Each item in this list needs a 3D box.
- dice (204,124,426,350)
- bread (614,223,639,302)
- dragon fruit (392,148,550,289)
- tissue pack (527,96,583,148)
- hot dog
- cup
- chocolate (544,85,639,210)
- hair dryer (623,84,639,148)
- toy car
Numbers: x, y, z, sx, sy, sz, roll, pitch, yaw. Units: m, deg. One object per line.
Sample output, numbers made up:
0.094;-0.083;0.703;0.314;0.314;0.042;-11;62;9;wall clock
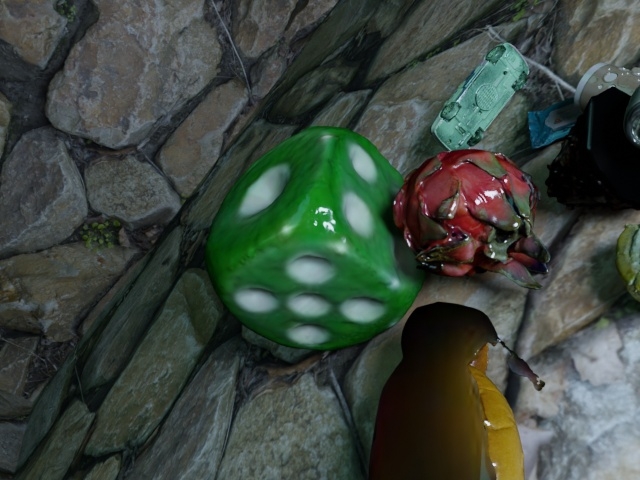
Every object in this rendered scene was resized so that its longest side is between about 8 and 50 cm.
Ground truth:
0.000;0.000;0.860;0.287;0.300;0.297;-28;35;33;dice
0.394;0.010;0.500;0.156;0.064;0.117;-33;35;35;bread
0.215;-0.036;0.692;0.274;0.192;0.193;29;104;63;dragon fruit
0.403;-0.197;0.766;0.138;0.028;0.085;-18;48;38;tissue pack
0.166;0.230;0.558;0.194;0.107;0.326;-8;41;41;hot dog
0.433;-0.199;0.679;0.099;0.102;0.074;51;140;46;cup
0.351;-0.095;0.631;0.156;0.156;0.133;-65;15;-21;chocolate
0.490;-0.147;0.529;0.267;0.092;0.229;17;43;25;hair dryer
0.302;-0.273;0.935;0.224;0.090;0.076;-52;22;2;toy car
